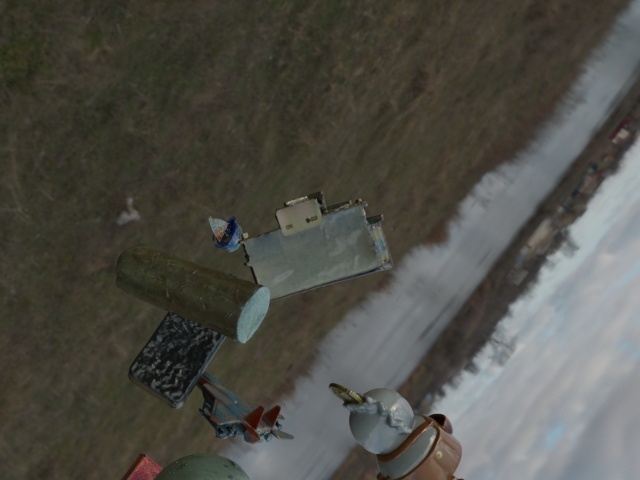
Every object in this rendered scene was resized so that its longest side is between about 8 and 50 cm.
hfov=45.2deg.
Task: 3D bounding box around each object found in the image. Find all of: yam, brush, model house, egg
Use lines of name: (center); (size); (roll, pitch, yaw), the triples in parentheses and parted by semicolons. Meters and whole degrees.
yam: (-0.201, 0.074, 1.170); (0.093, 0.259, 0.093); (-42, 141, -46)
brush: (-0.269, 0.209, 1.471); (0.197, 0.123, 0.059); (-58, -179, -21)
model house: (0.000, 0.000, 1.431); (0.271, 0.178, 0.206); (-20, -178, 16)
egg: (-0.167, 0.388, 1.053); (0.169, 0.169, 0.236); (-41, 161, -46)

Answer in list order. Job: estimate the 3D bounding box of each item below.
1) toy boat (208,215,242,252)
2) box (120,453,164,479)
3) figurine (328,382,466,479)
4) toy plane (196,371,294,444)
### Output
toy boat: (-0.266, -0.024, 2.069); (0.091, 0.110, 0.175); (-44, -157, 5)
box: (-0.388, 0.556, 1.623); (0.175, 0.112, 0.048); (-53, -164, -27)
figurine: (0.116, 0.312, 1.187); (0.143, 0.271, 0.143); (-54, -162, 26)
toy plane: (-0.213, 0.375, 1.736); (0.223, 0.326, 0.104); (11, 95, -50)
